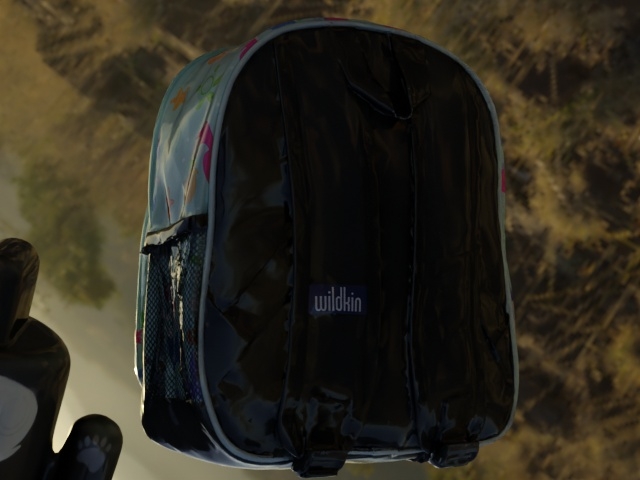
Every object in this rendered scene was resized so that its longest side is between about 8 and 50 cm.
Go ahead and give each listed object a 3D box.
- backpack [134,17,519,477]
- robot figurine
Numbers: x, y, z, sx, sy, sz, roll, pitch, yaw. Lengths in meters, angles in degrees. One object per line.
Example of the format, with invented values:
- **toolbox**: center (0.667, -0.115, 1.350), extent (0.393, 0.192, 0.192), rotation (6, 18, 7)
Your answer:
- **backpack**: center (0.000, 0.000, 0.758), extent (0.225, 0.253, 0.191), rotation (2, 179, -30)
- **robot figurine**: center (-0.258, 0.127, 0.796), extent (0.209, 0.278, 0.173), rotation (20, -172, 33)
